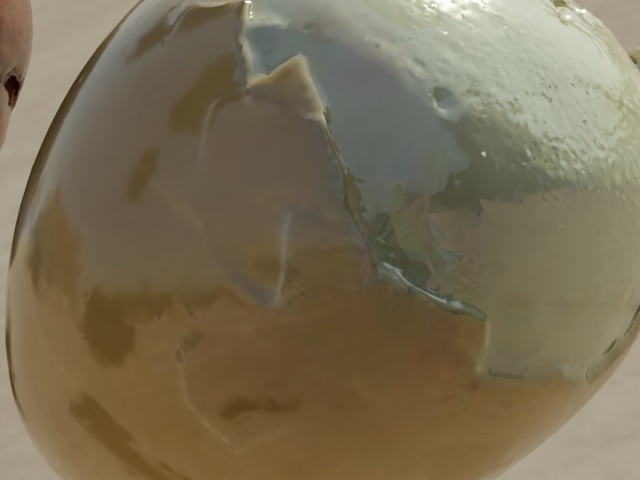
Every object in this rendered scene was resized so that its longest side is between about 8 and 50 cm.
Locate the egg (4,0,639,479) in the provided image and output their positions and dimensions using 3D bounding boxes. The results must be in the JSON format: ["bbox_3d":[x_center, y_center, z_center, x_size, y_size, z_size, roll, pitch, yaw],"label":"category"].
[{"bbox_3d":[0.000,0.000,0.608,0.244,0.201,0.201,-41,10,15],"label":"egg"}]

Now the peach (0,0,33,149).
[{"bbox_3d":[-0.267,-0.106,0.958,0.231,0.231,0.231,-12,16,3],"label":"peach"}]
